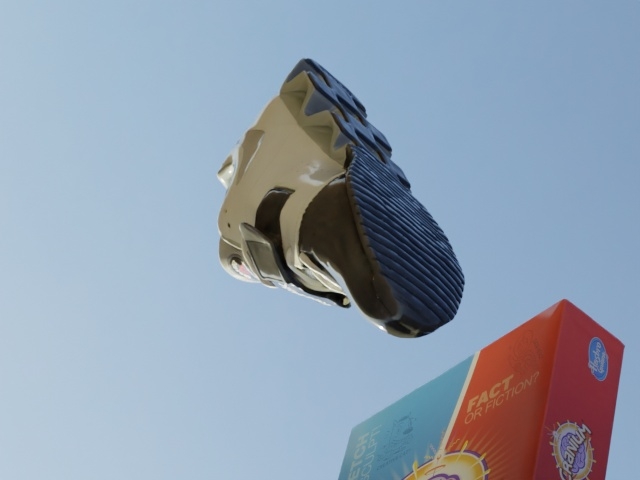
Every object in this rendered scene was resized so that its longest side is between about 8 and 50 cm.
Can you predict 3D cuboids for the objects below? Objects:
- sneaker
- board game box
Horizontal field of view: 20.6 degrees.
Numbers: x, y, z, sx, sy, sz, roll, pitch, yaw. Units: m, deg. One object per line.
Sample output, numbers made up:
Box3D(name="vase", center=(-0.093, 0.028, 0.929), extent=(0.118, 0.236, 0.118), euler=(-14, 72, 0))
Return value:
Box3D(name="sneaker", center=(0.000, 0.000, 1.275), extent=(0.146, 0.122, 0.330), euler=(-43, -152, 11))
Box3D(name="board game box", center=(0.087, 0.216, 1.216), extent=(0.242, 0.064, 0.316), euler=(-36, -156, 38))
